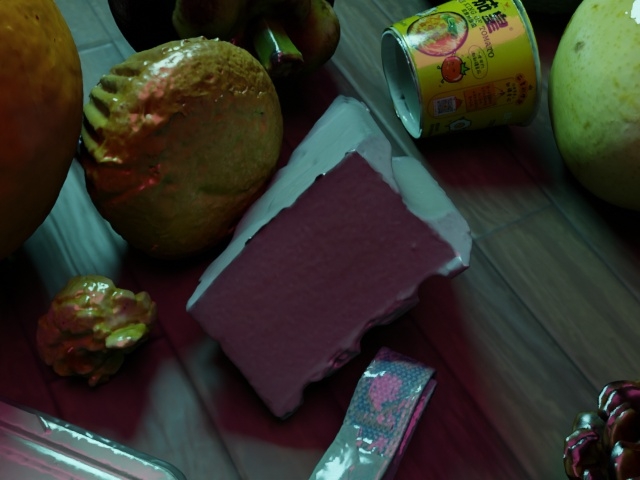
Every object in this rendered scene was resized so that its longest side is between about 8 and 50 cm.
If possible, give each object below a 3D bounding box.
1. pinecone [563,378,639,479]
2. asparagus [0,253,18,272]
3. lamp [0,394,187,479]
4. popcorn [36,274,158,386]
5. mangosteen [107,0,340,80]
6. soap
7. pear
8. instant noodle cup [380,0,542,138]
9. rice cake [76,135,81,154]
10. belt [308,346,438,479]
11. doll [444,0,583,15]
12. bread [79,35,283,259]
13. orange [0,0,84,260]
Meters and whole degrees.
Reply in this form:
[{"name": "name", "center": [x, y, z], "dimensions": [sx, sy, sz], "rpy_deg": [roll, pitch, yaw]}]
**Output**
[{"name": "pinecone", "center": [0.322, 0.207, 0.717], "dimensions": [0.221, 0.221, 0.221], "rpy_deg": [3, 53, -4]}, {"name": "asparagus", "center": [-0.357, 0.041, 0.873], "dimensions": [0.025, 0.021, 0.108], "rpy_deg": [39, 58, 20]}, {"name": "lamp", "center": [-0.276, 0.265, 0.698], "dimensions": [0.269, 0.047, 0.266], "rpy_deg": [19, 55, 8]}, {"name": "popcorn", "center": [-0.215, 0.082, 0.815], "dimensions": [0.109, 0.097, 0.089], "rpy_deg": [-4, 49, 8]}, {"name": "mangosteen", "center": [-0.099, -0.281, 0.996], "dimensions": [0.275, 0.275, 0.302], "rpy_deg": [-19, 51, -20]}, {"name": "soap", "center": [0.000, 0.000, 0.898], "dimensions": [0.159, 0.258, 0.302], "rpy_deg": [42, 12, -12]}, {"name": "pear", "center": [0.405, -0.168, 0.962], "dimensions": [0.309, 0.309, 0.309], "rpy_deg": [3, 53, -4]}, {"name": "instant noodle cup", "center": [0.161, -0.206, 1.037], "dimensions": [0.144, 0.182, 0.182], "rpy_deg": [-17, 56, -7]}, {"name": "rice cake", "center": [-0.291, -0.138, 1.004], "dimensions": [0.030, 0.042, 0.180], "rpy_deg": [-30, 63, -29]}, {"name": "belt", "center": [0.016, 0.221, 0.741], "dimensions": [0.072, 0.087, 0.302], "rpy_deg": [27, 55, 9]}, {"name": "doll", "center": [0.296, -0.424, 1.173], "dimensions": [0.349, 0.247, 0.247], "rpy_deg": [-11, 55, -3]}, {"name": "bread", "center": [-0.142, -0.099, 0.879], "dimensions": [0.139, 0.240, 0.240], "rpy_deg": [33, 56, 31]}, {"name": "orange", "center": [-0.423, -0.147, 0.761], "dimensions": [0.424, 0.424, 0.326], "rpy_deg": [9, 46, 0]}]
